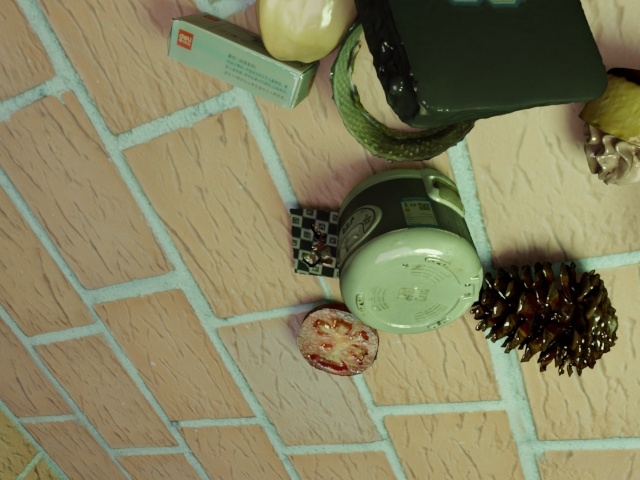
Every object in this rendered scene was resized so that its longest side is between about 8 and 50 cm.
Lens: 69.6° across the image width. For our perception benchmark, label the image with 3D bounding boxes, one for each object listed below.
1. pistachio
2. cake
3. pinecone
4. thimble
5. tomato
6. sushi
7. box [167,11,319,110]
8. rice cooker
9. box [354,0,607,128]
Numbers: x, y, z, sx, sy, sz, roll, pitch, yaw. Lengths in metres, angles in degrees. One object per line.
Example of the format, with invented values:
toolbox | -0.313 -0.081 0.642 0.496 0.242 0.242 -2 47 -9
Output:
pistachio | -0.009 -0.448 0.771 0.188 0.187 0.299 24 115 2
cake | 0.522 -0.173 0.761 0.185 0.207 0.178 20 110 0
pinecone | 0.461 0.151 0.974 0.292 0.246 0.246 13 124 32
thimble | 0.162 -0.293 0.832 0.271 0.150 0.270 7 121 12
tomato | 0.051 0.251 1.220 0.225 0.085 0.224 7 117 13
sushi | 0.000 0.000 1.121 0.139 0.031 0.200 6 124 12
box | -0.147 -0.352 0.895 0.270 0.135 0.079 24 123 2
rice cooker | 0.170 0.015 0.935 0.289 0.276 0.288 1 132 1
box | 0.220 -0.339 0.656 0.351 0.091 0.358 -12 82 -19
